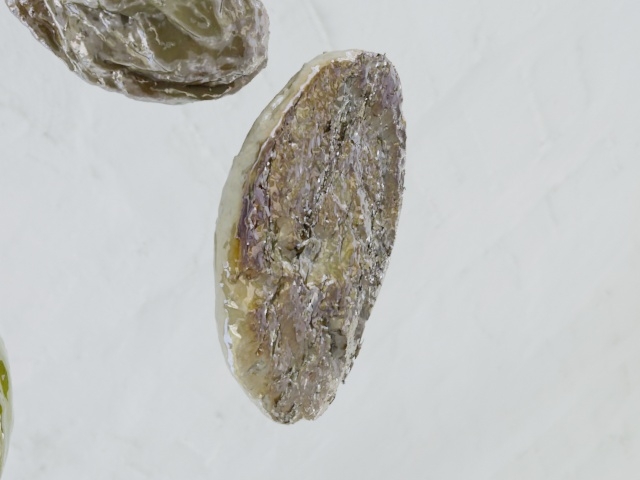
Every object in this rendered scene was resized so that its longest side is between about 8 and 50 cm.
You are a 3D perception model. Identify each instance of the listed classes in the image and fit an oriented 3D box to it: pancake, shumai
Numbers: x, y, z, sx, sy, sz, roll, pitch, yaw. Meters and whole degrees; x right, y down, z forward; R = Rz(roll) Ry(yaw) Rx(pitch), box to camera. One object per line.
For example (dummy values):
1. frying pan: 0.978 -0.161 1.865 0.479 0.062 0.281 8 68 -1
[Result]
1. pancake: 0.002 0.000 0.974 0.356 0.065 0.356 6 -90 -66
2. shumai: -0.148 -0.293 1.036 0.267 0.314 0.262 -55 13 -26

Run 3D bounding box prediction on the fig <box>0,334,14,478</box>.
1. fig: -0.364 0.136 0.659 0.343 0.343 0.343 -27 -36 -22
